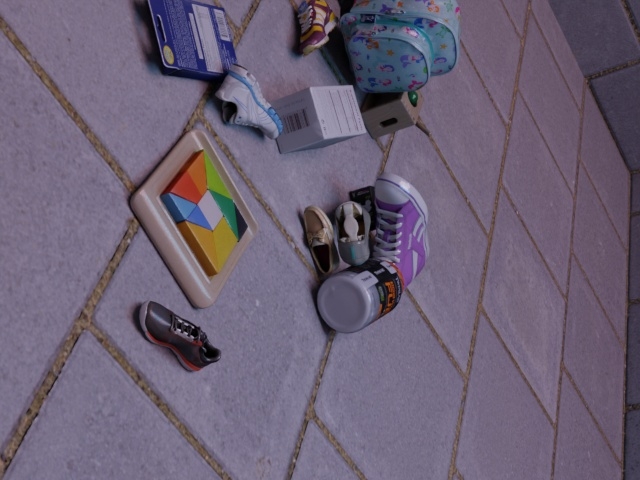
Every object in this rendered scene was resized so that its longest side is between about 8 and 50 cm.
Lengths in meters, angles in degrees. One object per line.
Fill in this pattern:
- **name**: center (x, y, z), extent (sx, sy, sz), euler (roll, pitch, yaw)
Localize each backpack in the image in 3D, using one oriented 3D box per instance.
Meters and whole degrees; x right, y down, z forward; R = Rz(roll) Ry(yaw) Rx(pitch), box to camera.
- **backpack**: center (0.176, -0.436, 2.240), extent (0.225, 0.253, 0.191), euler (73, 18, -56)

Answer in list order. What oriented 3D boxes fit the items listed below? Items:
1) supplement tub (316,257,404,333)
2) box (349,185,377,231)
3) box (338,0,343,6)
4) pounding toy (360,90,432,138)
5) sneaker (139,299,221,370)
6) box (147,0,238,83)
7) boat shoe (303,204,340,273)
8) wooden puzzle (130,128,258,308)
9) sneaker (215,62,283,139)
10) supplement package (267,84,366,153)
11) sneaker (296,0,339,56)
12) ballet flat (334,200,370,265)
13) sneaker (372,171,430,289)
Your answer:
- **supplement tub**: center (0.083, 0.100, 2.001), extent (0.190, 0.117, 0.117), euler (-24, 96, -60)
- **box**: center (0.103, -0.066, 2.183), extent (0.062, 0.052, 0.083), euler (7, 71, -59)
- **box**: center (0.107, -0.584, 2.338), extent (0.233, 0.159, 0.044), euler (66, 28, -12)
- **pounding toy**: center (0.176, -0.286, 2.326), extent (0.100, 0.141, 0.130), euler (57, 34, -27)
- **sneaker**: center (-0.203, 0.135, 1.550), extent (0.158, 0.064, 0.061), euler (46, 39, -40)
- **box**: center (-0.224, -0.344, 1.781), extent (0.225, 0.036, 0.137), euler (-4, 80, -62)
- **boat shoe**: center (0.000, 0.000, 1.977), extent (0.135, 0.050, 0.045), euler (67, 25, -11)
- **wooden puzzle**: center (-0.189, -0.041, 1.683), extent (0.221, 0.044, 0.239), euler (61, 32, -22)
- **sneaker**: center (-0.135, -0.230, 1.864), extent (0.083, 0.071, 0.191), euler (-51, 143, -10)
- **supplement package**: center (-0.006, -0.237, 2.029), extent (0.179, 0.105, 0.105), euler (-17, 90, -61)
- **sneaker**: center (-0.022, -0.446, 2.155), extent (0.084, 0.069, 0.185), euler (52, 29, -19)
- **ballet flat**: center (0.062, -0.035, 2.025), extent (0.213, 0.072, 0.068), euler (-95, 173, -55)
- **sneaker**: center (0.145, 0.004, 2.107), extent (0.161, 0.102, 0.282), euler (-52, 141, -29)
